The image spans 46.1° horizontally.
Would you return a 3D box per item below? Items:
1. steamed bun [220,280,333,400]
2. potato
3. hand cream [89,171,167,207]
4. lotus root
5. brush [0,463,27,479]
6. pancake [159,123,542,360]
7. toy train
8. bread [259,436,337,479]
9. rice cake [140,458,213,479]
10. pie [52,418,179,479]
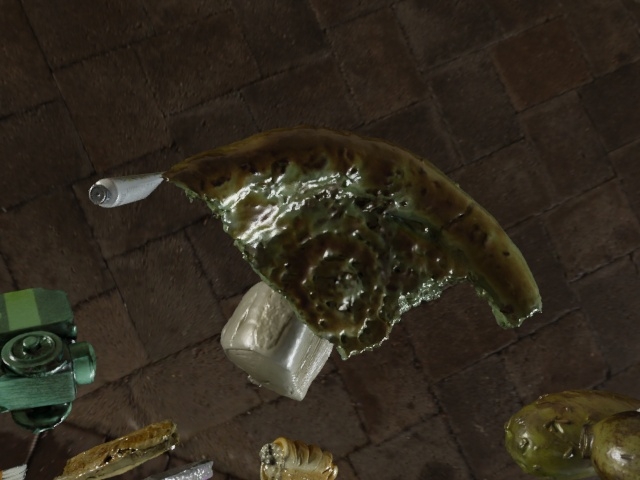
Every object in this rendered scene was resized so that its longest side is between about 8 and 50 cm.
[{"bbox_3d":[-0.118,0.249,1.949,0.236,0.383,0.247,21,69,18],"label":"steamed bun"},{"bbox_3d":[0.478,0.345,1.368,0.298,0.176,0.141,-13,122,-17],"label":"potato"},{"bbox_3d":[-0.295,-0.080,1.160,0.042,0.194,0.067,44,105,3],"label":"hand cream"},{"bbox_3d":[0.323,0.206,0.681,0.089,0.179,0.081,-7,108,-54],"label":"lotus root"},{"bbox_3d":[-0.518,0.388,1.063,0.017,0.314,0.090,4,86,13],"label":"brush"},{"bbox_3d":[0.042,0.003,0.636,0.376,0.054,0.197,12,79,-24],"label":"pancake"},{"bbox_3d":[-0.527,0.203,1.223,0.299,0.238,0.167,-9,125,-23],"label":"toy train"},{"bbox_3d":[-0.051,0.484,1.611,0.177,0.084,0.119,22,115,-24],"label":"bread"},{"bbox_3d":[-0.291,0.476,1.483,0.055,0.270,0.049,-3,84,20],"label":"rice cake"},{"bbox_3d":[-0.440,0.467,1.626,0.282,0.128,0.068,-19,100,2],"label":"pie"}]
